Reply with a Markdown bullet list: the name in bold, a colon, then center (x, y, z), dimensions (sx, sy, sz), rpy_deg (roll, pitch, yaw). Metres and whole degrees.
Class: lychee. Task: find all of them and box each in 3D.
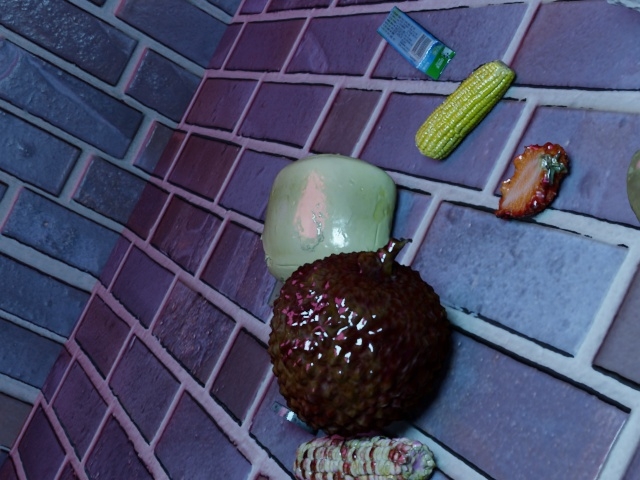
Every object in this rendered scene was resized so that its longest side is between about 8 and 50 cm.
- **lychee**: center (0.053, 0.130, 1.517), dimensions (0.300, 0.264, 0.264), rpy_deg (-71, 23, 11)

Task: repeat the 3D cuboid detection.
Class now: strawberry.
- **strawberry**: center (0.299, -0.079, 1.514), dimensions (0.152, 0.048, 0.104), rpy_deg (130, 149, -56)

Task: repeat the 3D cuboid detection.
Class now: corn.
- **corn**: center (0.057, 0.321, 1.526), dimensions (0.280, 0.092, 0.092), rpy_deg (-16, 51, 55)
- **corn**: center (0.232, -0.213, 1.752), dimensions (0.203, 0.072, 0.072), rpy_deg (-47, 28, 27)

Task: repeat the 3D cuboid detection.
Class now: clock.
- **clock**: center (-0.043, 0.288, 1.752), dimensions (0.017, 0.085, 0.085), rpy_deg (-59, 24, -8)

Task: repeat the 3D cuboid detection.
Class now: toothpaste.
- **toothpaste**: center (0.178, -0.379, 2.046), dimensions (0.065, 0.050, 0.267), rpy_deg (-57, 25, 14)

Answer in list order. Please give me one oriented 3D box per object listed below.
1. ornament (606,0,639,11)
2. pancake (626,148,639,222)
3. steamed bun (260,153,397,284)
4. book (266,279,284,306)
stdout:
- **ornament**: center (0.431, -0.406, 1.344), dimensions (0.259, 0.259, 0.225), rpy_deg (-35, 36, 45)
- **pancake**: center (0.447, -0.114, 1.262), dimensions (0.236, 0.042, 0.222), rpy_deg (-50, 25, 23)
- **steamed bun**: center (0.001, -0.030, 1.862), dimensions (0.273, 0.166, 0.232), rpy_deg (-3, 63, 50)
- **book**: center (0.000, 0.000, 2.034), dimensions (0.214, 0.025, 0.283), rpy_deg (-1, 65, 60)
